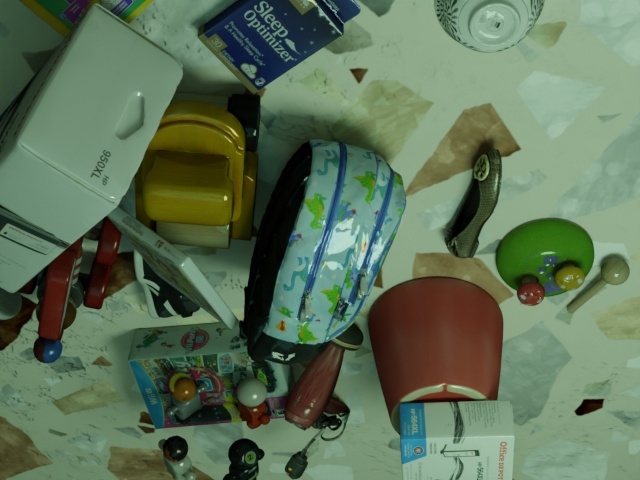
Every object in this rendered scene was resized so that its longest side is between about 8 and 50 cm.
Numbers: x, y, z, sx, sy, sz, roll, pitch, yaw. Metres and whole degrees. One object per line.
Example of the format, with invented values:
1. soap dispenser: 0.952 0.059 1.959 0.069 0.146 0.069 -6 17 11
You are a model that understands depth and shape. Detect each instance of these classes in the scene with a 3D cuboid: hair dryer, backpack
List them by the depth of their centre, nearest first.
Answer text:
1. backpack: 0.000 0.000 1.727 0.273 0.290 0.356 4 115 1
2. hair dryer: -0.004 0.334 2.116 0.080 0.223 0.294 24 121 20

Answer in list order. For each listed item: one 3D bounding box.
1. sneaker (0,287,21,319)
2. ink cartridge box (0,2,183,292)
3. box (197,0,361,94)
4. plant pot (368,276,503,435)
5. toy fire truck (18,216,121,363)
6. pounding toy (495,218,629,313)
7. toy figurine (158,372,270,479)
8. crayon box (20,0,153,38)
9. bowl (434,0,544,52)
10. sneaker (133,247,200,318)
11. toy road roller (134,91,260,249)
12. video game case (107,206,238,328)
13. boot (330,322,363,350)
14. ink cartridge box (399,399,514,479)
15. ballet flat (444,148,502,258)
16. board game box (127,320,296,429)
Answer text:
1. sneaker: -0.724 0.074 1.928 0.292 0.108 0.169 42 123 -19
2. ink cartridge box: -0.405 -0.129 1.534 0.166 0.285 0.395 33 143 -23
3. box: -0.063 -0.336 1.573 0.225 0.036 0.136 -30 124 25
4. plant pot: 0.227 0.248 1.952 0.275 0.243 0.275 1 133 1
5. toy fire truck: -0.467 0.078 1.813 0.169 0.254 0.302 15 131 -11
6. pounding toy: 0.442 0.074 1.875 0.237 0.110 0.183 26 128 -20
7. toy figurine: -0.206 0.369 1.971 0.209 0.213 0.148 7 144 1
8. crayon box: -0.308 -0.414 1.478 0.278 0.081 0.165 -33 123 28
9. bowl: 0.259 -0.344 1.524 0.170 0.080 0.170 1 132 1
10. sneaker: -0.279 0.064 1.921 0.121 0.079 0.217 -4 140 1
11. toy road roller: -0.211 -0.083 1.667 0.202 0.241 0.330 5 132 -2
12. video game case: -0.252 0.045 1.714 0.206 0.026 0.227 32 163 33
13. boot: 0.048 0.125 1.964 0.137 0.077 0.198 -37 123 24
14. ink cartridge box: 0.247 0.369 1.838 0.203 0.086 0.148 -3 132 5
15. ballet flat: 0.267 -0.061 1.785 0.058 0.084 0.250 6 138 -5
16. board game box: -0.217 0.277 2.093 0.303 0.097 0.224 -5 131 7
